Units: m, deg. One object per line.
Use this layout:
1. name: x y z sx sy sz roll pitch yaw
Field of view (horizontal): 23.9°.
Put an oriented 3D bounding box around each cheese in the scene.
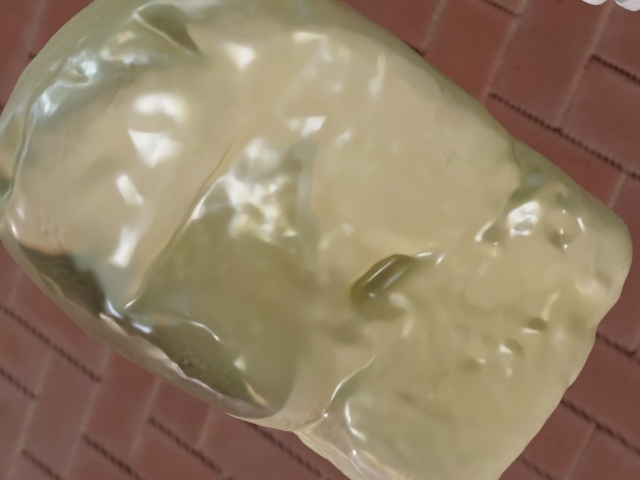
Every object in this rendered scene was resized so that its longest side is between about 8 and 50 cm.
1. cheese: -0.001 0.000 0.593 0.093 0.263 0.159 10 68 57

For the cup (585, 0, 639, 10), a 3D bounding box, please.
1. cup: 0.179 -0.172 0.799 0.116 0.074 0.104 -39 58 33
